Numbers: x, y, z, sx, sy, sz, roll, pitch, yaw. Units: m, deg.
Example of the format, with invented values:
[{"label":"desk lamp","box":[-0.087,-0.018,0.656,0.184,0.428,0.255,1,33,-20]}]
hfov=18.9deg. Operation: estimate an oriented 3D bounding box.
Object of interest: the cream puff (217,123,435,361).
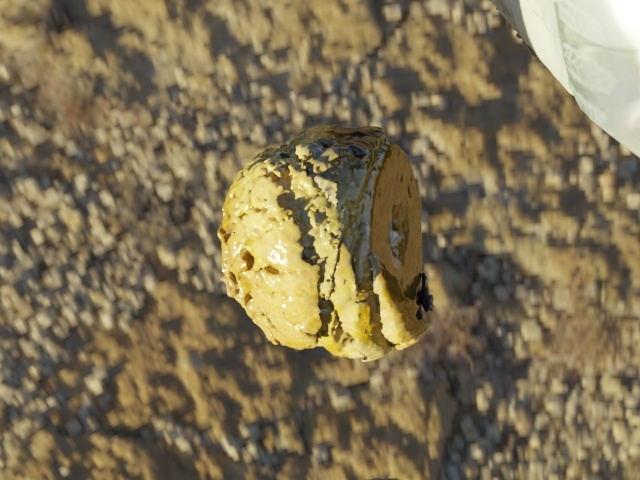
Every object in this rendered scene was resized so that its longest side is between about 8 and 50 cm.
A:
[{"label":"cream puff","box":[0.000,0.000,0.964,0.104,0.133,0.119,-5,79,22]}]

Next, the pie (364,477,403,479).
[{"label":"pie","box":[0.012,0.244,1.529,0.163,0.193,0.079,-10,59,-12]}]

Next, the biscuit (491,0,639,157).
[{"label":"biscuit","box":[0.080,-0.120,0.580,0.079,0.186,0.309,-16,19,-3]}]
